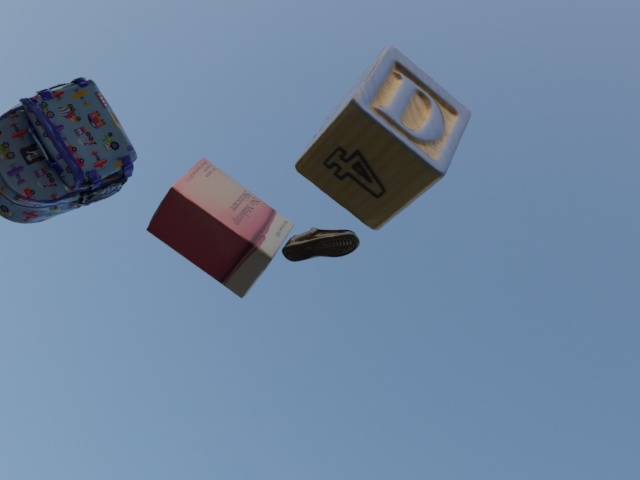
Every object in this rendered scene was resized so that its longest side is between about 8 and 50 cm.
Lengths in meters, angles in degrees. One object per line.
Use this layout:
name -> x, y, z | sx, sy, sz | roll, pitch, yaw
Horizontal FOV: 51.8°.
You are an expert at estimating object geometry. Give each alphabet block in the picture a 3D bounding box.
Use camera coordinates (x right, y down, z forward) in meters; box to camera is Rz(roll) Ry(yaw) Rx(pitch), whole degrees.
alphabet block -> 0.106, -0.172, 1.127 | 0.193, 0.192, 0.197 | 38, -39, -9

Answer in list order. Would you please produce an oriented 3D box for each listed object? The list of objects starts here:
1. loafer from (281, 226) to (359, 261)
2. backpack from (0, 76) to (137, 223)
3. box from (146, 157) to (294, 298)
loafer -> 0.000, 0.000, 1.194 | 0.148, 0.056, 0.050 | -7, -133, 19
backpack -> -0.347, -0.110, 0.838 | 0.117, 0.173, 0.158 | -22, -84, 56
box -> -0.192, -0.026, 1.289 | 0.232, 0.149, 0.127 | 36, -56, -5
